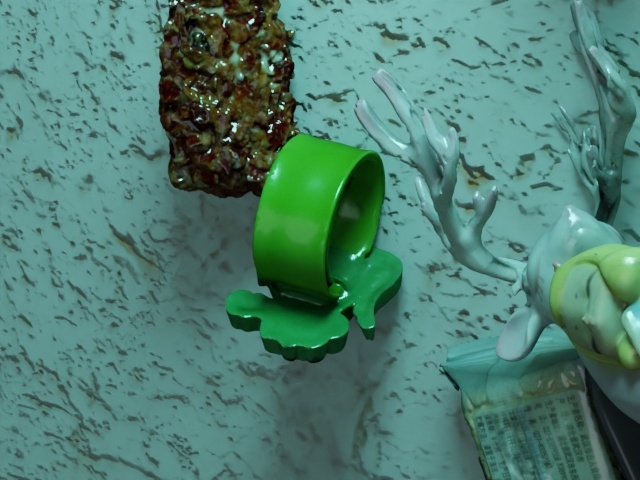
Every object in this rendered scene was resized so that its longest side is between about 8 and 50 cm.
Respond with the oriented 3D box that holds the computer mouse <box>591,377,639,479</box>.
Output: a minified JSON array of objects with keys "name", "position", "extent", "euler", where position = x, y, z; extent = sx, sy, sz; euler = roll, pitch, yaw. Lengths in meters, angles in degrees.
[{"name":"computer mouse","position":[0.292,0.178,1.456],"extent":[0.057,0.120,0.232],"euler":[151,97,-79]}]

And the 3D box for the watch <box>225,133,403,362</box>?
[{"name":"watch","position":[0.000,0.000,1.587],"extent":[0.131,0.165,0.152],"euler":[18,133,20]}]

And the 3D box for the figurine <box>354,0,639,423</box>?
[{"name":"figurine","position":[0.208,-0.021,1.381],"extent":[0.315,0.206,0.284],"euler":[11,124,58]}]

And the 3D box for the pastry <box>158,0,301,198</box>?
[{"name":"pastry","position":[-0.082,-0.137,1.649],"extent":[0.097,0.115,0.209],"euler":[12,113,47]}]

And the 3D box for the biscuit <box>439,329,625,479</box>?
[{"name":"biscuit","position":[0.209,0.217,1.547],"extent":[0.186,0.079,0.309],"euler":[-21,91,41]}]
